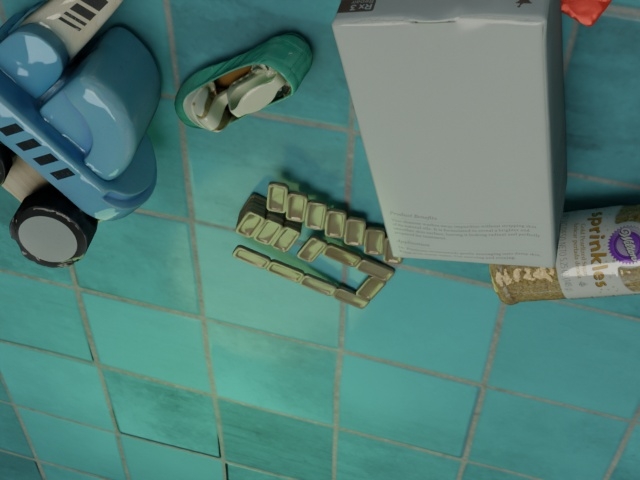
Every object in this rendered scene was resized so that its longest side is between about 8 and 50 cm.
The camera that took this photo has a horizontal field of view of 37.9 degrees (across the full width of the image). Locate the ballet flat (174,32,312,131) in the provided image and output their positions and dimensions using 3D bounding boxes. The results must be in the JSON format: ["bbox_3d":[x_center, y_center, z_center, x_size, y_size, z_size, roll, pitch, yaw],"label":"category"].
[{"bbox_3d":[-0.117,-0.189,1.204,0.247,0.087,0.083,-21,124,38],"label":"ballet flat"}]

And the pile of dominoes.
[{"bbox_3d":[0.000,0.000,1.415,0.251,0.040,0.196,23,139,-14],"label":"pile of dominoes"}]

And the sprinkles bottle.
[{"bbox_3d":[0.398,0.012,1.179,0.355,0.121,0.121,-7,132,29],"label":"sprinkles bottle"}]

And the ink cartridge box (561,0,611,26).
[{"bbox_3d":[0.230,-0.385,0.849,0.308,0.091,0.385,27,138,-7],"label":"ink cartridge box"}]

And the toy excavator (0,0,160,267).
[{"bbox_3d":[-0.315,-0.243,1.175,0.445,0.222,0.433,-31,118,27],"label":"toy excavator"}]

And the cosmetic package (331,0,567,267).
[{"bbox_3d":[0.164,-0.145,1.058,0.217,0.156,0.385,5,141,18],"label":"cosmetic package"}]
